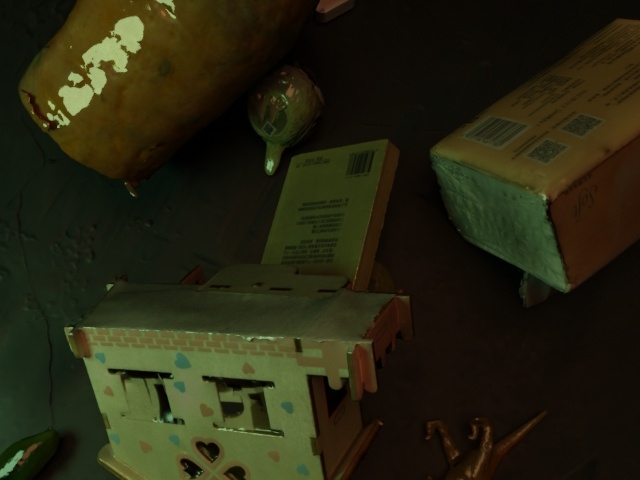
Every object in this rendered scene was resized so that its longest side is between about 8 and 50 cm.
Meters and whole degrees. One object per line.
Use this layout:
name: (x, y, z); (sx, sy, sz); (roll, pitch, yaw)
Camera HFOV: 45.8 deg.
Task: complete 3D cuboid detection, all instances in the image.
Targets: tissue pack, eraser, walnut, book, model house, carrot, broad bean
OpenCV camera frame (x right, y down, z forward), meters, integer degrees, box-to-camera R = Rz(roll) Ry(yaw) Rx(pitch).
tissue pack: (0.320, -0.078, 0.859); (0.306, 0.238, 0.238); (-35, 75, -12)
eraser: (-0.002, -0.349, 1.025); (0.065, 0.026, 0.105); (-30, 74, -13)
walnut: (0.041, 0.063, 0.860); (0.092, 0.092, 0.092); (0, 72, -1)
book: (0.000, 0.000, 0.857); (0.161, 0.026, 0.230); (-3, 65, 43)
model house: (-0.065, 0.162, 0.747); (0.326, 0.169, 0.244); (0, 109, 22)
carrot: (-0.156, -0.242, 0.845); (0.340, 0.224, 0.224); (-46, 76, 16)
broad bean: (-0.356, 0.296, 0.798); (0.069, 0.039, 0.226); (22, 73, 13)

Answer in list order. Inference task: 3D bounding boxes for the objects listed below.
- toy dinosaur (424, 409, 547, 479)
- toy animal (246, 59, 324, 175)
toy dinosaur: (0.176, 0.253, 0.824); (0.162, 0.039, 0.126); (-1, 81, -6)
toy animal: (-0.042, -0.155, 0.940); (0.098, 0.137, 0.098); (3, 29, -2)
